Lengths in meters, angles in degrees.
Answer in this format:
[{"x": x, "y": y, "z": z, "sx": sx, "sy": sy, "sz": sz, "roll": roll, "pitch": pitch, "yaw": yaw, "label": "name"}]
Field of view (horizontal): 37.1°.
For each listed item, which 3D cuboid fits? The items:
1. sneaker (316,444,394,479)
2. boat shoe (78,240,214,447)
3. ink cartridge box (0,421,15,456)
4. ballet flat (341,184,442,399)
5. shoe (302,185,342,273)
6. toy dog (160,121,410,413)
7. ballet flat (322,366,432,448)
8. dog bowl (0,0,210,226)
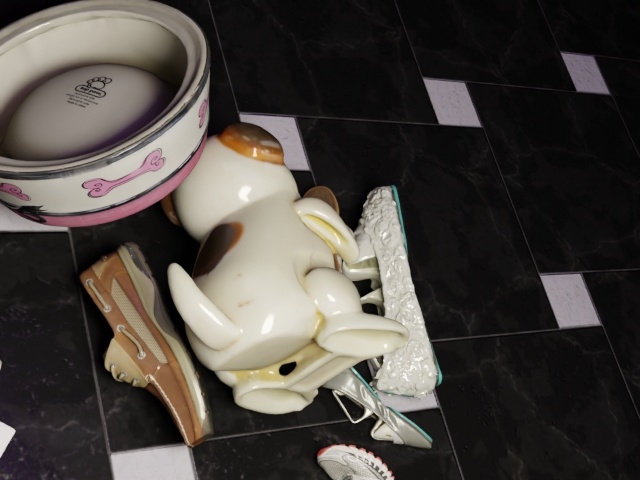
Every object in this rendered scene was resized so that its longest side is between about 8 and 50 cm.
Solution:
[{"x": 0.079, "y": 0.407, "z": 1.485, "sx": 0.225, "sy": 0.088, "sz": 0.093, "roll": 44, "pitch": 50, "yaw": -1, "label": "sneaker"}, {"x": -0.261, "y": 0.162, "z": 1.420, "sx": 0.120, "sy": 0.122, "sz": 0.324, "roll": -25, "pitch": 73, "yaw": -8, "label": "boat shoe"}, {"x": -0.524, "y": 0.314, "z": 1.097, "sx": 0.197, "sy": 0.198, "sz": 0.270, "roll": 32, "pitch": 51, "yaw": -12, "label": "ink cartridge box"}, {"x": 0.107, "y": 0.083, "z": 1.678, "sx": 0.147, "sy": 0.147, "sz": 0.409, "roll": 4, "pitch": 61, "yaw": -30, "label": "ballet flat"}, {"x": 0.000, "y": 0.000, "z": 1.711, "sx": 0.076, "sy": 0.058, "sz": 0.219, "roll": -4, "pitch": 56, "yaw": 2, "label": "shoe"}, {"x": -0.115, "y": 0.025, "z": 1.479, "sx": 0.395, "sy": 0.284, "sz": 0.408, "roll": 11, "pitch": 48, "yaw": -40, "label": "toy dog"}, {"x": 0.090, "y": 0.291, "z": 1.587, "sx": 0.213, "sy": 0.072, "sz": 0.068, "roll": 42, "pitch": 77, "yaw": -2, "label": "ballet flat"}, {"x": -0.351, "y": -0.189, "z": 1.434, "sx": 0.408, "sy": 0.150, "sz": 0.408, "roll": -5, "pitch": 47, "yaw": 6, "label": "dog bowl"}]
